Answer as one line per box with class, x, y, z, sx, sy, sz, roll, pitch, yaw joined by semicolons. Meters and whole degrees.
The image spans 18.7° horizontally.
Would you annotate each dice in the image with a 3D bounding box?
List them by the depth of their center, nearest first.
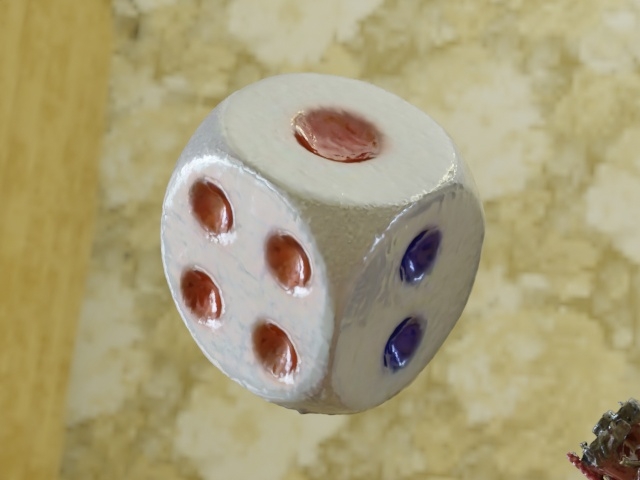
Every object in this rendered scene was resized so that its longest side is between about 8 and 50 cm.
dice;0.000;0.000;1.926;0.259;0.243;0.251;32;-50;32

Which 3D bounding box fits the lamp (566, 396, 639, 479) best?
lamp;0.371;0.261;1.912;0.253;0.118;0.118;43;-22;12
